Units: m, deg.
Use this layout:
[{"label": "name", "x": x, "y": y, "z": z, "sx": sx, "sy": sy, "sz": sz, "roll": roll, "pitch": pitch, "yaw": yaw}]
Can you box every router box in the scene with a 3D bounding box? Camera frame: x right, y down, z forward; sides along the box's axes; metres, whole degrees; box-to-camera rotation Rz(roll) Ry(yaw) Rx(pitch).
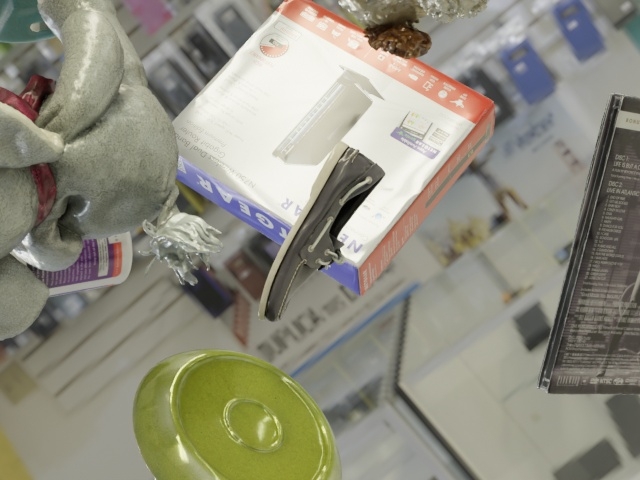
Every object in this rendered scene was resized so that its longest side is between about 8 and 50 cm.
[{"label": "router box", "x": 0.009, "y": -0.134, "z": 1.844, "sx": 0.301, "sy": 0.335, "sz": 0.082, "roll": -51, "pitch": -21, "yaw": -21}]

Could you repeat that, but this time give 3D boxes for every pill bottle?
[{"label": "pill bottle", "x": -0.324, "y": 0.013, "z": 1.610, "sx": 0.193, "sy": 0.108, "sz": 0.108, "roll": -10, "pitch": -6, "yaw": -29}]

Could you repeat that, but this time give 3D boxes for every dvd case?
[{"label": "dvd case", "x": 0.248, "y": 0.009, "z": 1.043, "sx": 0.018, "sy": 0.164, "sz": 0.221, "roll": 27, "pitch": 108, "yaw": 53}]

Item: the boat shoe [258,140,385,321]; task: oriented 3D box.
[{"label": "boat shoe", "x": 0.000, "y": 0.000, "z": 1.459, "sx": 0.206, "sy": 0.065, "sz": 0.075, "roll": -63, "pitch": -3, "yaw": 0}]

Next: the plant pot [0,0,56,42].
[{"label": "plant pot", "x": -0.365, "y": -0.433, "z": 1.642, "sx": 0.341, "sy": 0.341, "sz": 0.334, "roll": -37, "pitch": 47, "yaw": 21}]

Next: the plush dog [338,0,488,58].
[{"label": "plush dog", "x": 0.095, "y": -0.320, "z": 1.466, "sx": 0.210, "sy": 0.262, "sz": 0.225, "roll": -16, "pitch": -12, "yaw": -48}]

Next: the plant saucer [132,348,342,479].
[{"label": "plant saucer", "x": -0.075, "y": 0.197, "z": 1.431, "sx": 0.037, "sy": 0.241, "sz": 0.241, "roll": -55, "pitch": 1, "yaw": 34}]

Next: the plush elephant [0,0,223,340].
[{"label": "plush elephant", "x": -0.272, "y": -0.064, "z": 1.232, "sx": 0.255, "sy": 0.330, "sz": 0.272, "roll": -4, "pitch": -52, "yaw": -38}]
